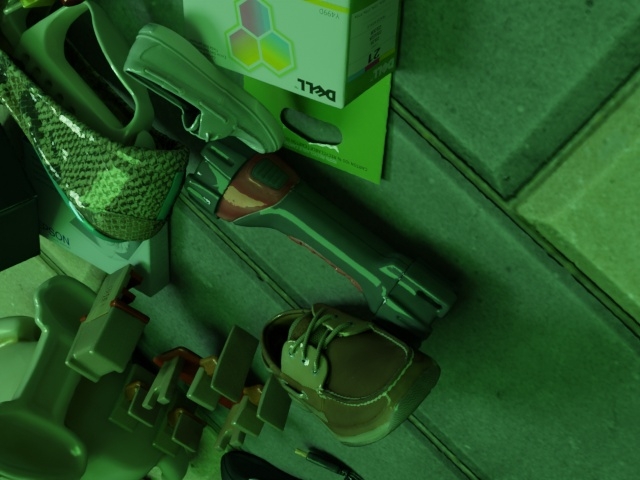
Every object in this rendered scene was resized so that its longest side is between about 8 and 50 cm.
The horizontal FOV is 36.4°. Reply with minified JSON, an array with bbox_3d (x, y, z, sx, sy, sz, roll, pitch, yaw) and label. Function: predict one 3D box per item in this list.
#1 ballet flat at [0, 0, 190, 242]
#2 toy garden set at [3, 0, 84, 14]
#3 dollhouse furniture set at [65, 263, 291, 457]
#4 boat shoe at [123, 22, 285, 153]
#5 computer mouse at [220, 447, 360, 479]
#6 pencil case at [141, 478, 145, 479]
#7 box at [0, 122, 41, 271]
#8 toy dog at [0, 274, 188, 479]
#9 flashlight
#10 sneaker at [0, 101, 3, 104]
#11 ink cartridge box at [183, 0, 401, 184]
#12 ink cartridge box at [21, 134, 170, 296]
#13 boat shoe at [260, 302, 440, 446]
[{"bbox_3d":[-0.310,-0.211,1.096,0.483,0.164,0.182,45,118,16],"label":"ballet flat"},{"bbox_3d":[-0.375,-0.307,1.010,0.244,0.049,0.204,-24,89,4],"label":"toy garden set"},{"bbox_3d":[-0.186,0.160,1.279,0.259,0.135,0.262,37,143,-24],"label":"dollhouse furniture set"},{"bbox_3d":[-0.111,-0.131,0.942,0.066,0.063,0.184,15,160,49],"label":"boat shoe"},{"bbox_3d":[-0.050,0.352,1.359,0.262,0.060,0.184,22,132,26],"label":"computer mouse"},{"bbox_3d":[-0.417,0.431,1.683,0.284,0.124,0.124,8,125,36],"label":"pencil case"},{"bbox_3d":[-0.445,-0.075,1.256,0.184,0.103,0.261,64,160,8],"label":"box"},{"bbox_3d":[-0.428,0.260,1.490,0.395,0.284,0.408,29,148,-35],"label":"toy dog"},{"bbox_3d":[0.000,0.000,1.039,0.304,0.103,0.103,37,106,6],"label":"flashlight"},{"bbox_3d":[-0.447,-0.209,1.283,0.152,0.054,0.061,25,135,23],"label":"sneaker"},{"bbox_3d":[-0.029,-0.170,0.934,0.189,0.097,0.255,23,131,25],"label":"ink cartridge box"},{"bbox_3d":[-0.293,-0.060,1.269,0.223,0.045,0.224,26,133,23],"label":"ink cartridge box"},{"bbox_3d":[0.011,0.131,1.029,0.116,0.123,0.324,46,161,-14],"label":"boat shoe"}]
